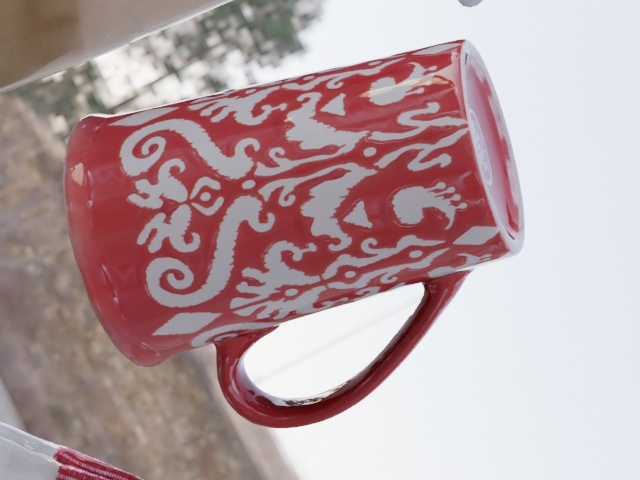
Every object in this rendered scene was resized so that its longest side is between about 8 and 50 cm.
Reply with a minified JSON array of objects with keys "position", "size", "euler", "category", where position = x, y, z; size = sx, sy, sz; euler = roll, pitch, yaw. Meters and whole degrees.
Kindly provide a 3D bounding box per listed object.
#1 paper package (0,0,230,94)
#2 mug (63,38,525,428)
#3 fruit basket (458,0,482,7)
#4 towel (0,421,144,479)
[{"position":[-0.142,-0.263,0.855],"size":[0.168,0.309,0.325],"euler":[26,-48,45],"category":"paper package"},{"position":[-0.001,-0.009,0.782],"size":[0.150,0.169,0.113],"euler":[59,22,-44],"category":"mug"},{"position":[0.106,-0.366,1.032],"size":[0.327,0.353,0.165],"euler":[47,8,-3],"category":"fruit basket"},{"position":[-0.261,0.219,1.210],"size":[0.329,0.237,0.037],"euler":[23,-29,3],"category":"towel"}]
